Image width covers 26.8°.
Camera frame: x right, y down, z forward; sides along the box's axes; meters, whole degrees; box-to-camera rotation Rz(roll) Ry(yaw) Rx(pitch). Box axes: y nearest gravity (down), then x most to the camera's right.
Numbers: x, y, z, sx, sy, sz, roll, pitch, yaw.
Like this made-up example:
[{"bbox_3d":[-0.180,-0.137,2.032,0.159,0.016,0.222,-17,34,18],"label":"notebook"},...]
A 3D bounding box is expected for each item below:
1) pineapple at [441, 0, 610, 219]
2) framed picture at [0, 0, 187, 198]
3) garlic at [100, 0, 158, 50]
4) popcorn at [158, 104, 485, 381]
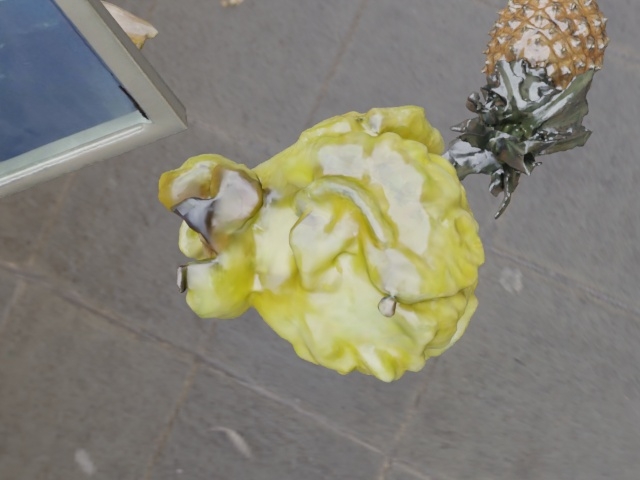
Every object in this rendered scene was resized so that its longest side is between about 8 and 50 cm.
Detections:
[{"bbox_3d":[0.252,-0.166,1.629,0.166,0.165,0.364,7,43,18],"label":"pineapple"},{"bbox_3d":[-0.195,-0.093,0.578,0.189,0.260,0.023,-19,55,11],"label":"framed picture"},{"bbox_3d":[-0.263,-0.172,1.342,0.101,0.087,0.195,39,110,-23],"label":"garlic"},{"bbox_3d":[0.004,0.010,0.860,0.195,0.173,0.168,-15,96,2],"label":"popcorn"}]
